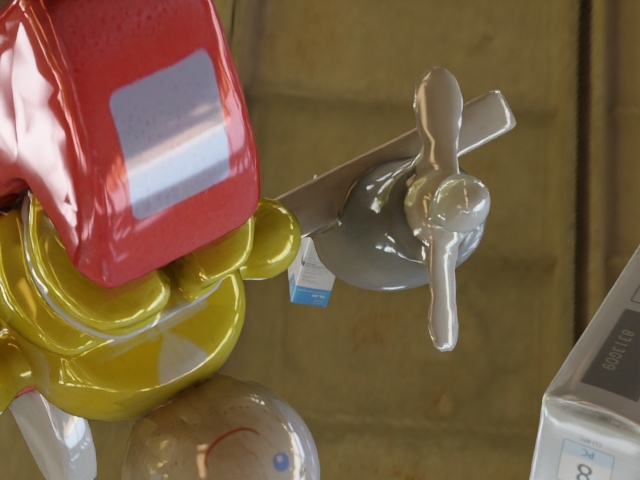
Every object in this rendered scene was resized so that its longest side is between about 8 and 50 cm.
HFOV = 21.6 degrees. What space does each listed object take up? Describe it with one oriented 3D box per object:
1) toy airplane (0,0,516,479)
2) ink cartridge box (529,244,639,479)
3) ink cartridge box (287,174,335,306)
[{"bbox_3d":[-0.105,0.045,0.770,0.386,0.384,0.272,-43,-109,17],"label":"toy airplane"},{"bbox_3d":[0.239,0.193,1.310,0.091,0.385,0.308,18,-143,20],"label":"ink cartridge box"},{"bbox_3d":[0.000,0.000,1.207,0.028,0.083,0.048,9,-145,-11],"label":"ink cartridge box"}]
